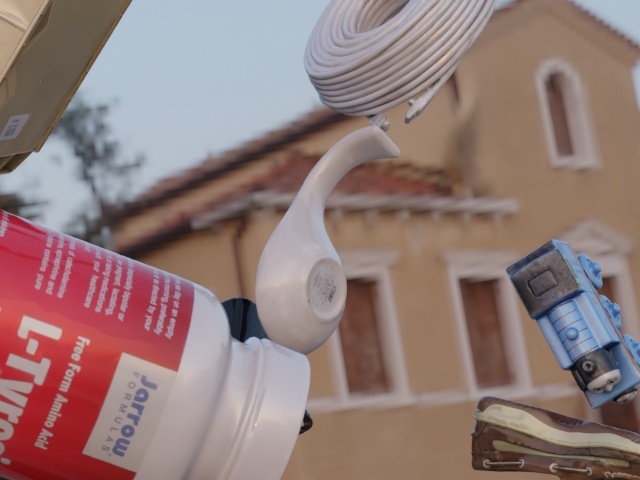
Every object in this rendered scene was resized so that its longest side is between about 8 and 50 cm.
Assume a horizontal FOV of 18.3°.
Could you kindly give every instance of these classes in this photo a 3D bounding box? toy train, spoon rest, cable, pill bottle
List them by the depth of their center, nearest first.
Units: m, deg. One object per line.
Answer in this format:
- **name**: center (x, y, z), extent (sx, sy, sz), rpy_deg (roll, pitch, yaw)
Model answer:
- **pill bottle**: center (-0.229, 0.117, 1.814), extent (0.407, 0.229, 0.229), rpy_deg (21, -19, -12)
- **toy train**: center (0.267, 0.086, 2.052), extent (0.080, 0.184, 0.105), rpy_deg (-33, -18, 22)
- **spoon rest**: center (0.000, 0.000, 2.198), extent (0.084, 0.276, 0.137), rpy_deg (1, -34, 41)
- **cable**: center (0.090, -0.256, 2.339), extent (0.089, 0.257, 0.257), rpy_deg (46, -12, -27)

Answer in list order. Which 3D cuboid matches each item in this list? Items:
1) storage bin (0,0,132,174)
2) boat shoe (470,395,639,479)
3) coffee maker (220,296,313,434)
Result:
- **storage bin**: center (-0.334, -0.194, 2.048), extent (0.260, 0.123, 0.262), rpy_deg (-56, -6, 12)
- **boat shoe**: center (0.277, 0.236, 2.062), extent (0.257, 0.095, 0.095), rpy_deg (13, -4, 26)
- **coffee maker**: center (-0.084, 0.164, 2.262), extent (0.171, 0.178, 0.120), rpy_deg (-9, -43, 12)
